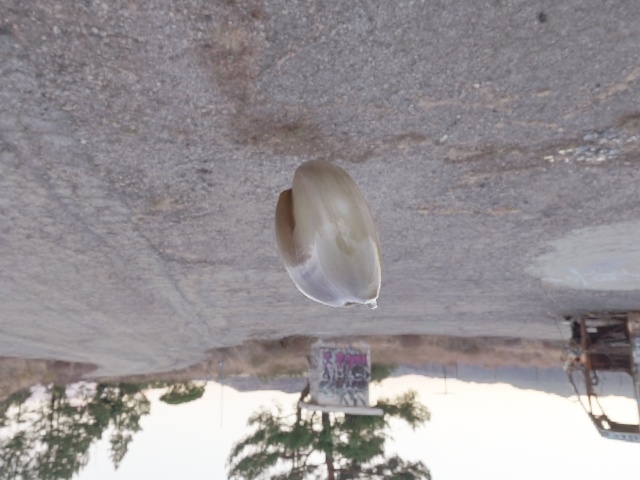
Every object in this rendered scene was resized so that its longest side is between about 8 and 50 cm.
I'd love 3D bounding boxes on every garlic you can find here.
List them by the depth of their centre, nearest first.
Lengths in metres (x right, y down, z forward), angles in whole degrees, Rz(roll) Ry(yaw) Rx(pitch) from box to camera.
[{"bbox_3d":[0.000,0.000,0.727,0.110,0.228,0.217,-19,154,-28],"label":"garlic"}]
